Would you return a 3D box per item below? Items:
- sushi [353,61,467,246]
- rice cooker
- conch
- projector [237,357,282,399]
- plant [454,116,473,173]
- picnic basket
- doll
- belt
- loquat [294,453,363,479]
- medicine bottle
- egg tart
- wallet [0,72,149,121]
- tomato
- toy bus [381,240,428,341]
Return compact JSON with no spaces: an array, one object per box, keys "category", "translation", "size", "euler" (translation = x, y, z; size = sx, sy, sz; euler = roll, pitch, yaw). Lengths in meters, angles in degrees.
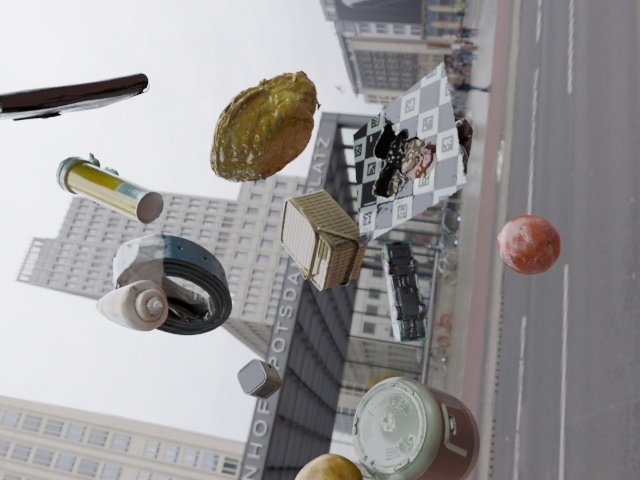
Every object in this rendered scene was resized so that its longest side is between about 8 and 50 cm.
[{"category":"sushi","translation":[0.209,-0.184,1.239],"size":[0.339,0.069,0.319],"euler":[-33,53,48]},{"category":"rice cooker","translation":[0.303,0.605,1.645],"size":[0.325,0.335,0.335],"euler":[32,-120,-38]},{"category":"conch","translation":[-0.534,0.168,1.486],"size":[0.158,0.255,0.127],"euler":[-67,-29,-41]},{"category":"projector","translation":[-0.169,0.385,1.484],"size":[0.082,0.083,0.083],"euler":[40,-168,-52]},{"category":"plant","translation":[0.321,-0.246,1.458],"size":[0.321,0.182,0.193],"euler":[-36,-47,-63]},{"category":"picnic basket","translation":[0.000,0.000,1.887],"size":[0.175,0.313,0.228],"euler":[-18,-40,-30]},{"category":"doll","translation":[-0.718,-0.193,1.629],"size":[0.158,0.159,0.059],"euler":[46,-162,-18]},{"category":"belt","translation":[-0.498,0.153,1.834],"size":[0.436,0.300,0.173],"euler":[38,-165,-43]},{"category":"loquat","translation":[0.015,0.707,1.486],"size":[0.246,0.214,0.213],"euler":[19,-102,-61]},{"category":"medicine bottle","translation":[-0.391,-0.093,0.990],"size":[0.074,0.218,0.073],"euler":[-42,-36,-41]},{"category":"egg tart","translation":[-0.142,-0.278,1.476],"size":[0.352,0.153,0.339],"euler":[-25,-31,-40]},{"category":"wallet","translation":[-0.489,-0.257,0.992],"size":[0.318,0.173,0.045],"euler":[-35,-67,-54]},{"category":"tomato","translation":[0.715,0.016,1.851],"size":[0.208,0.184,0.208],"euler":[-3,-85,-37]},{"category":"toy bus","translation":[0.216,0.135,1.403],"size":[0.109,0.091,0.261],"euler":[111,153,-74]}]
